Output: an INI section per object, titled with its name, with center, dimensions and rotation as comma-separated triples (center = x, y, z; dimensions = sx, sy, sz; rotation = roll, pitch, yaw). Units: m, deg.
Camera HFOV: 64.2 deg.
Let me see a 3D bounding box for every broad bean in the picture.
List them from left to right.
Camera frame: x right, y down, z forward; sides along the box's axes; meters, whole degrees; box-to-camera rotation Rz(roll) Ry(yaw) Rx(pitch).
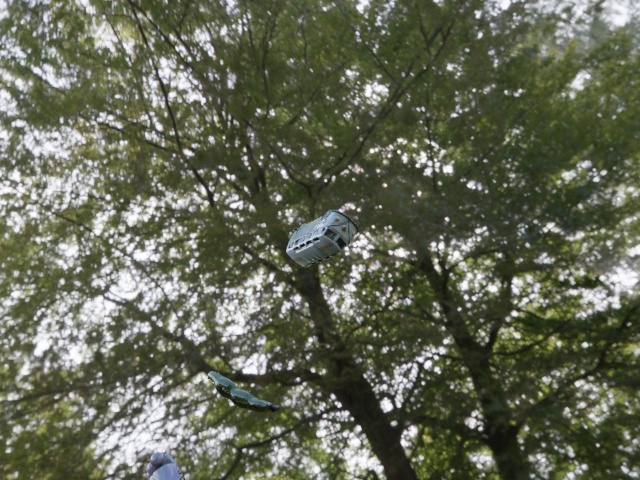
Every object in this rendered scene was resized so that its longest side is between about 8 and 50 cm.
[broad bean]
center = -0.241, 0.461, 1.512
dimensions = 0.043, 0.298, 0.060
rotation = 20, -93, -56

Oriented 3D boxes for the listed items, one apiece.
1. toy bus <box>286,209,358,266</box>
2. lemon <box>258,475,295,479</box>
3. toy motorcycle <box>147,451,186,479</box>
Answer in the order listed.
[toy bus]
center = 0.000, 0.000, 1.164
dimensions = 0.087, 0.089, 0.194
rotation = 42, -33, -17
[lemon]
center = -0.089, 0.550, 0.957
dimensions = 0.231, 0.192, 0.192
rotation = -24, -38, -42
[toy motorcycle]
center = -0.335, 0.533, 1.122
dimensions = 0.073, 0.152, 0.225
rotation = -24, -2, -25
